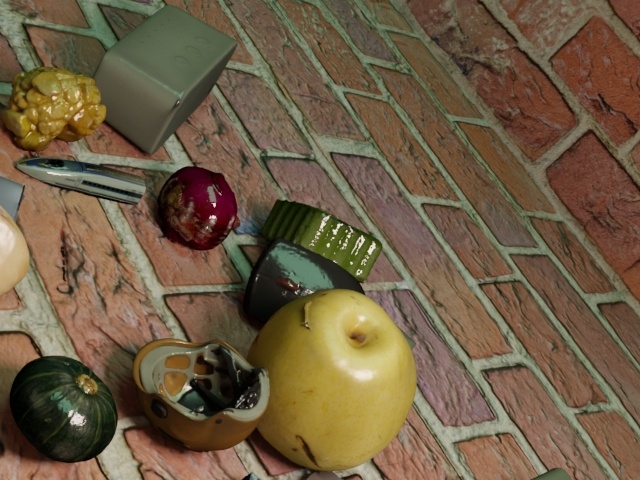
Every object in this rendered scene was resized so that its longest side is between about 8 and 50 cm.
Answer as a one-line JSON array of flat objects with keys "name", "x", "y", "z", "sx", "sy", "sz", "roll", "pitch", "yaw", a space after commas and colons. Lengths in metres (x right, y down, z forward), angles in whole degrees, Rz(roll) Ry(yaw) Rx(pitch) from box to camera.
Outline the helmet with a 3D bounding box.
[{"name": "helmet", "x": -0.195, "y": 0.258, "z": 1.757, "sx": 0.224, "sy": 0.130, "sz": 0.198, "roll": 20, "pitch": 27, "yaw": 17}]

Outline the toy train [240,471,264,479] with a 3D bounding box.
[{"name": "toy train", "x": -0.126, "y": 0.443, "z": 1.686, "sx": 0.047, "sy": 0.043, "sz": 0.207, "roll": 39, "pitch": 29, "yaw": -13}]

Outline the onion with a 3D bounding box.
[{"name": "onion", "x": -0.215, "y": -0.069, "z": 2.171, "sx": 0.198, "sy": 0.135, "sz": 0.173, "roll": 6, "pitch": 48, "yaw": -50}]

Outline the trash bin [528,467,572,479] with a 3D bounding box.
[{"name": "trash bin", "x": 0.372, "y": 0.567, "z": 2.009, "sx": 0.343, "sy": 0.158, "sz": 0.223, "roll": 0, "pitch": 49, "yaw": -50}]

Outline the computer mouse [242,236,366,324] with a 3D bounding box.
[{"name": "computer mouse", "x": -0.014, "y": 0.116, "z": 2.137, "sx": 0.269, "sy": 0.100, "sz": 0.170, "roll": 27, "pitch": 70, "yaw": -22}]

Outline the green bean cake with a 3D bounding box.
[{"name": "green bean cake", "x": 0.000, "y": 0.000, "z": 2.283, "sx": 0.200, "sy": 0.113, "sz": 0.214, "roll": 26, "pitch": -3, "yaw": -29}]

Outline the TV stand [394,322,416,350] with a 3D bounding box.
[{"name": "TV stand", "x": 0.104, "y": 0.259, "z": 2.168, "sx": 0.082, "sy": 0.088, "sz": 0.269, "roll": 42, "pitch": 30, "yaw": -1}]

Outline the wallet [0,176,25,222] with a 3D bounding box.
[{"name": "wallet", "x": -0.600, "y": -0.074, "z": 1.784, "sx": 0.230, "sy": 0.069, "sz": 0.170, "roll": 23, "pitch": 29, "yaw": -20}]

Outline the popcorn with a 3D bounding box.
[{"name": "popcorn", "x": -0.503, "y": -0.258, "z": 2.056, "sx": 0.194, "sy": 0.163, "sz": 0.140, "roll": -29, "pitch": 45, "yaw": -33}]

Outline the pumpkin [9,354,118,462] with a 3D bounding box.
[{"name": "pumpkin", "x": -0.368, "y": 0.242, "z": 1.577, "sx": 0.167, "sy": 0.125, "sz": 0.167, "roll": 29, "pitch": 26, "yaw": -16}]

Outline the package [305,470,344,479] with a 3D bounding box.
[{"name": "package", "x": 0.092, "y": 0.452, "z": 1.834, "sx": 0.250, "sy": 0.062, "sz": 0.204, "roll": 21, "pitch": 1, "yaw": 12}]

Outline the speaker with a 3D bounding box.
[{"name": "speaker", "x": -0.341, "y": -0.358, "z": 2.366, "sx": 0.184, "sy": 0.183, "sz": 0.406, "roll": 34, "pitch": 30, "yaw": -4}]

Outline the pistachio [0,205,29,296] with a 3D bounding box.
[{"name": "pistachio", "x": -0.568, "y": -0.003, "z": 1.562, "sx": 0.308, "sy": 0.230, "sz": 0.230, "roll": 27, "pitch": 31, "yaw": -9}]

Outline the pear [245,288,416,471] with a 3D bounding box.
[{"name": "pear", "x": 0.020, "y": 0.232, "z": 1.881, "sx": 0.309, "sy": 0.309, "sz": 0.309, "roll": 30, "pitch": 31, "yaw": -21}]

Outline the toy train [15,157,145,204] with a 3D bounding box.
[{"name": "toy train", "x": -0.445, "y": -0.121, "z": 2.053, "sx": 0.251, "sy": 0.048, "sz": 0.055, "roll": 14, "pitch": 38, "yaw": -41}]
